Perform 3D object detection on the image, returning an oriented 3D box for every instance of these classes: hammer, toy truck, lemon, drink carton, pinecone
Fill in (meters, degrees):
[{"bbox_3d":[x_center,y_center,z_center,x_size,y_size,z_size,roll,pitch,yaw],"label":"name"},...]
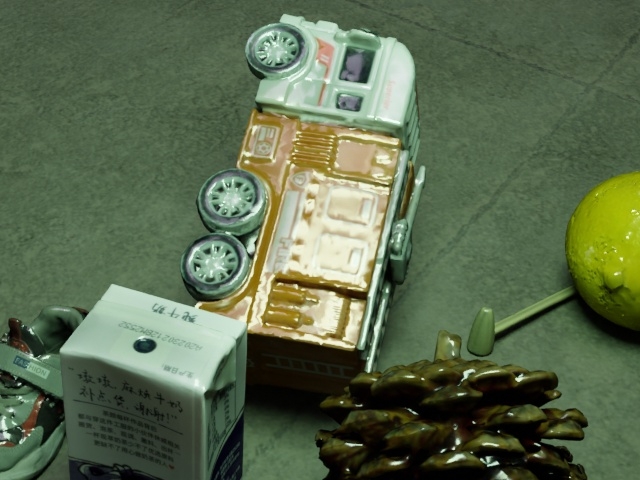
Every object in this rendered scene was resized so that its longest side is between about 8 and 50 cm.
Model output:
[{"bbox_3d":[0.240,0.068,1.414,0.195,0.060,0.028,-22,46,-35],"label":"hammer"},{"bbox_3d":[0.000,-0.038,1.317,0.207,0.173,0.387,8,64,11],"label":"toy truck"},{"bbox_3d":[0.358,0.008,1.403,0.173,0.173,0.206,9,26,5],"label":"lemon"},{"bbox_3d":[-0.145,0.161,1.126,0.134,0.222,0.102,16,41,14],"label":"drink carton"},{"bbox_3d":[0.102,0.207,1.095,0.243,0.243,0.257,20,63,18],"label":"pinecone"}]

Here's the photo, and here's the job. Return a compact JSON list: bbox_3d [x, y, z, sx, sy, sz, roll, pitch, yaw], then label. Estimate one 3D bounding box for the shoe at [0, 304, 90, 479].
[{"bbox_3d":[-0.281,0.138,1.221,0.099,0.125,0.227,25,42,19],"label":"shoe"}]
